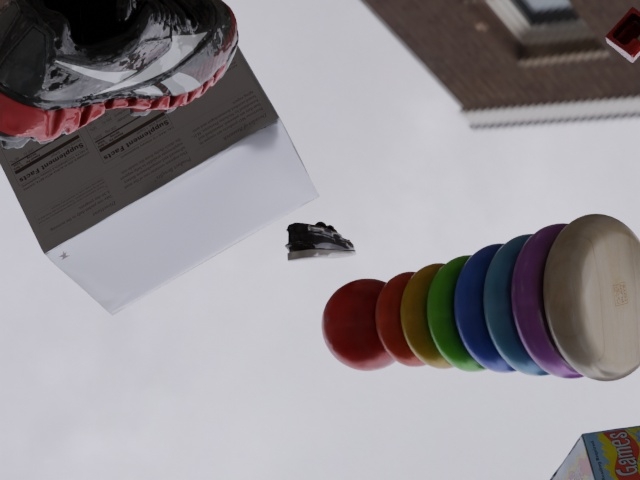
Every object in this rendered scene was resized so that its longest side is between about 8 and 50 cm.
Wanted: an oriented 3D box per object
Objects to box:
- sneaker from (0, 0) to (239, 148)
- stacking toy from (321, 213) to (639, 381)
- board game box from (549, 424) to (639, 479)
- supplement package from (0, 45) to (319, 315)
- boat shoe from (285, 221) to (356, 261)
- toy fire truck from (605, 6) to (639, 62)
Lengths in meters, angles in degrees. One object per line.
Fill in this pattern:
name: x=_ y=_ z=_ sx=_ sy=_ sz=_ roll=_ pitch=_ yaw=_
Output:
sneaker: x=-0.147 y=-0.160 z=1.120 sx=0.097 sy=0.276 sz=0.135 roll=46 pitch=-52 yaw=17
stacking toy: x=0.130 y=0.061 z=1.326 sx=0.330 sy=0.141 sz=0.141 roll=-8 pitch=-123 yaw=44
board game box: x=0.386 y=0.260 z=1.442 sx=0.275 sy=0.144 sz=0.142 roll=-7 pitch=-118 yaw=-10
supplement package: x=-0.162 y=-0.072 z=1.508 sx=0.262 sy=0.204 sz=0.145 roll=-29 pitch=-113 yaw=0
boat shoe: x=0.000 y=0.000 z=1.457 sx=0.046 sy=0.125 sz=0.038 roll=-7 pitch=-93 yaw=27
toy fire truck: x=0.412 y=-0.171 z=1.653 sx=0.192 sy=0.135 sz=0.047 roll=43 pitch=-88 yaw=21
